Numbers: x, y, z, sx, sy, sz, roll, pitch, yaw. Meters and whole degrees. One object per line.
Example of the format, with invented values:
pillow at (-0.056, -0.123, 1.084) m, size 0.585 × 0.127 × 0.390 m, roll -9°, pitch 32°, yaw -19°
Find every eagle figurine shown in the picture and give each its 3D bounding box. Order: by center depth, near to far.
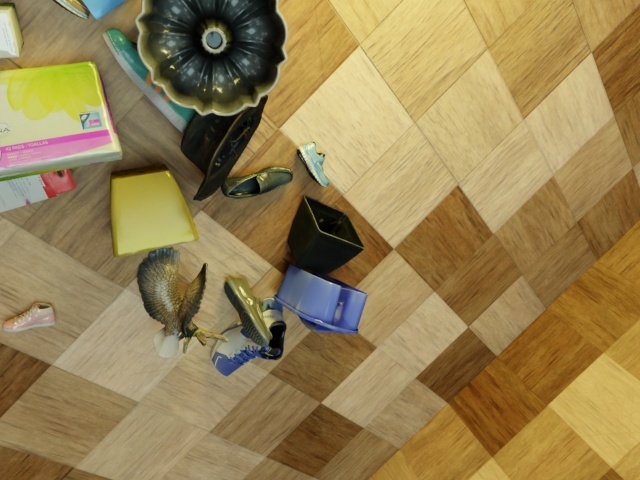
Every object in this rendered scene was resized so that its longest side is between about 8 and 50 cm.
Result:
eagle figurine at (-0.421, 0.187, 1.530) m, size 0.226 × 0.225 × 0.299 m, roll -13°, pitch 134°, yaw -7°

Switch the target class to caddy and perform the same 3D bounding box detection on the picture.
caddy at (-0.007, 0.206, 1.658) m, size 0.241 × 0.341 × 0.179 m, roll 20°, pitch 90°, yaw -33°

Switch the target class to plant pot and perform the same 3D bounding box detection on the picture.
plant pot at (-0.458, -0.093, 1.343) m, size 0.212 × 0.212 × 0.187 m, roll -12°, pitch 110°, yaw -19°
plant pot at (0.000, 0.000, 1.633) m, size 0.187 × 0.188 × 0.167 m, roll 20°, pitch 119°, yaw -33°

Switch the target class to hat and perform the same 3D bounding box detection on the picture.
hat at (-0.273, -0.267, 1.314) m, size 0.133 × 0.331 × 0.331 m, roll 34°, pitch 101°, yaw -6°

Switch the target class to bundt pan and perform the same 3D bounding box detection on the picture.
bundt pan at (-0.241, -0.458, 1.153) m, size 0.330 × 0.124 × 0.331 m, roll -4°, pitch 115°, yaw -9°

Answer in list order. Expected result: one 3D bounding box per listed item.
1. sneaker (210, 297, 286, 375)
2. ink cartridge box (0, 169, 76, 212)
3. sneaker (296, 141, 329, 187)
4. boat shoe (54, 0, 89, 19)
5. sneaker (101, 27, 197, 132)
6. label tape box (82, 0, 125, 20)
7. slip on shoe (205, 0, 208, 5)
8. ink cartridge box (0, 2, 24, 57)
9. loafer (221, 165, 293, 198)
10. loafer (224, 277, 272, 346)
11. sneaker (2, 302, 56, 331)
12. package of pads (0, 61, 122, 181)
sneaker at (-0.230, 0.353, 1.714) m, size 0.315 × 0.182 × 0.127 m, roll -45°, pitch 125°, yaw 3°
ink cartridge box at (-0.736, -0.160, 1.235) m, size 0.230 × 0.078 × 0.134 m, roll -20°, pitch 125°, yaw -15°
sneaker at (-0.006, -0.233, 1.561) m, size 0.073 × 0.063 × 0.162 m, roll -36°, pitch 127°, yaw -7°
boat shoe at (-0.575, -0.558, 1.093) m, size 0.183 × 0.066 × 0.066 m, roll 34°, pitch 91°, yaw -40°
sneaker at (-0.395, -0.410, 1.248) m, size 0.121 × 0.108 × 0.302 m, roll -41°, pitch 135°, yaw -1°
label tape box at (-0.465, -0.668, 1.032) m, size 0.240 × 0.106 × 0.334 m, roll -43°, pitch 128°, yaw -13°
slip on shoe at (-0.203, -0.678, 1.185) m, size 0.122 × 0.101 × 0.332 m, roll 16°, pitch 109°, yaw -30°
ink cartridge box at (-0.737, -0.428, 1.033) m, size 0.212 × 0.154 × 0.093 m, roll -10°, pitch 123°, yaw -22°
loafer at (-0.182, -0.166, 1.503) m, size 0.223 × 0.078 × 0.076 m, roll -15°, pitch 123°, yaw -18°
loafer at (-0.217, 0.220, 1.630) m, size 0.087 × 0.251 × 0.094 m, roll -21°, pitch 164°, yaw -35°
sneaker at (-0.821, 0.211, 1.427) m, size 0.134 × 0.051 × 0.070 m, roll -6°, pitch 118°, yaw -27°
package of pads at (-0.631, -0.275, 1.151) m, size 0.296 × 0.101 × 0.229 m, roll -15°, pitch 90°, yaw -18°
